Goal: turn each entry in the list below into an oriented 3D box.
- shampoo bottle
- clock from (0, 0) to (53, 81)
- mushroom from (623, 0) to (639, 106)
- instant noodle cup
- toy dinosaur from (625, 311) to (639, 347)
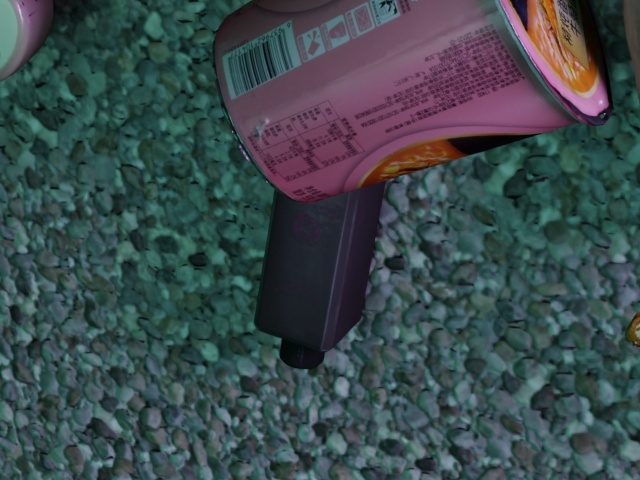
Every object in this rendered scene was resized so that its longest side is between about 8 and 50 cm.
[{"bbox_3d":[0.000,0.000,1.697,0.080,0.079,0.246,19,119,18],"label":"shampoo bottle"},{"bbox_3d":[-0.350,-0.299,1.618,0.284,0.114,0.309,15,111,6],"label":"clock"},{"bbox_3d":[0.307,-0.168,1.442,0.177,0.126,0.397,-2,106,38],"label":"mushroom"},{"bbox_3d":[0.063,-0.150,1.494,0.255,0.244,0.244,-24,100,25],"label":"instant noodle cup"},{"bbox_3d":[0.439,0.115,1.507,0.432,0.097,0.208,1,127,-4],"label":"toy dinosaur"}]
